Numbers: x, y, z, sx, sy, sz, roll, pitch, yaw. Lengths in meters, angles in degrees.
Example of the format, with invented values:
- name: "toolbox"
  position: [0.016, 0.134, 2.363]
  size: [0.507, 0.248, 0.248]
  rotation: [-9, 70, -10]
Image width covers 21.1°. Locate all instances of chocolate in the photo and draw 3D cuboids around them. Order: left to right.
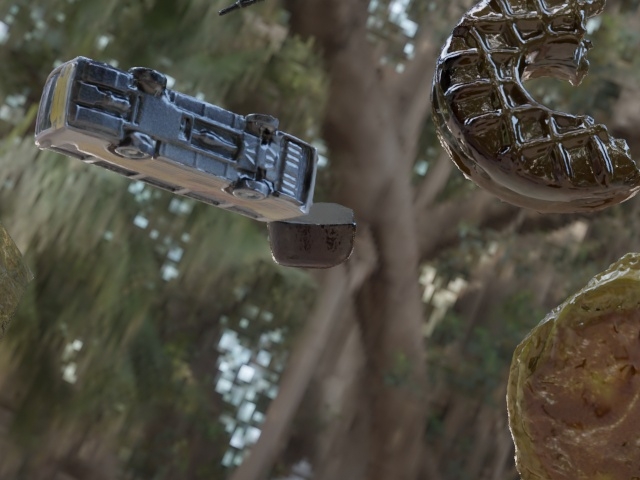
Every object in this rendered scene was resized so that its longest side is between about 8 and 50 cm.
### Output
- name: "chocolate"
  position: [0.000, 0.000, 2.430]
  size: [0.125, 0.080, 0.148]
  rotation: [12, 16, 31]

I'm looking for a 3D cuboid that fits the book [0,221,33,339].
- name: "book"
  position: [-0.389, 0.037, 1.958]
  size: [0.016, 0.199, 0.138]
  rotation: [-21, -67, 17]

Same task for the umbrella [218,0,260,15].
- name: "umbrella"
  position: [-0.003, -0.312, 1.973]
  size: [0.044, 0.269, 0.044]
  rotation: [23, -45, 47]

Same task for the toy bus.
- name: "toy bus"
  position: [-0.160, -0.111, 1.958]
  size: [0.342, 0.097, 0.138]
  rotation: [18, -17, -33]

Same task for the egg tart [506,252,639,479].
- name: "egg tart"
  position: [0.356, 0.179, 1.793]
  size: [0.339, 0.153, 0.351]
  rotation: [-17, -84, 37]

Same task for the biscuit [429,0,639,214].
- name: "biscuit"
  position: [0.284, -0.197, 2.336]
  size: [0.268, 0.366, 0.115]
  rotation: [-6, -33, -8]
